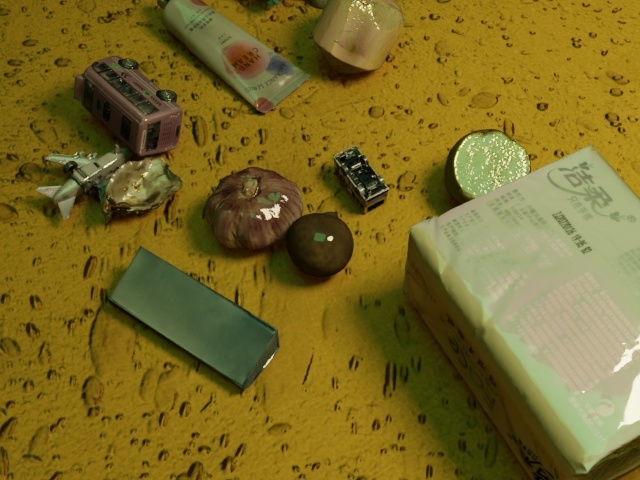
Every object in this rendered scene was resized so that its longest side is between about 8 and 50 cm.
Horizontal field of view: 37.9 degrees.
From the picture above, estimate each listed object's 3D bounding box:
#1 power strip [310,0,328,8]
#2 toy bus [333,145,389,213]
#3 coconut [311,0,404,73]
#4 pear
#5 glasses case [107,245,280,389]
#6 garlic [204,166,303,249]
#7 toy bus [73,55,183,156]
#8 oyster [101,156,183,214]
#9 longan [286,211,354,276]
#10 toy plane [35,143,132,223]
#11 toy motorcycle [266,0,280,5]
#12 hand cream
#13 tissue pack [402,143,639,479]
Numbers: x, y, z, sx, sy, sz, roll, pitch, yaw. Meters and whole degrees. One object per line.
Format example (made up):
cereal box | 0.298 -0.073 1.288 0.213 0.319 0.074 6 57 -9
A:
power strip | 0.102 -0.516 1.822 0.286 0.048 0.080 -17 55 -8
toy bus | 0.066 -0.100 1.538 0.052 0.058 0.102 -28 64 -16
coconut | 0.063 -0.373 1.674 0.147 0.152 0.147 25 25 -12
pear | 0.269 -0.107 1.507 0.141 0.104 0.141 -1 80 7
glasses case | -0.190 0.118 1.418 0.266 0.056 0.105 29 87 21
garlic | -0.108 -0.054 1.490 0.159 0.102 0.147 -7 57 -1
toy bus | -0.331 -0.232 1.608 0.108 0.096 0.199 -25 54 -40
oyster | -0.304 -0.083 1.548 0.148 0.051 0.103 -23 62 -35
longan | 0.000 0.000 1.452 0.106 0.106 0.119 5 52 6
toy plane | -0.386 -0.109 1.568 0.171 0.065 0.162 -42 75 -17
toy motorcycle | -0.033 -0.574 1.806 0.198 0.109 0.296 34 77 32
hand cream | -0.181 -0.364 1.728 0.341 0.077 0.124 39 65 20
tissue pack | 0.353 0.111 1.292 0.332 0.205 0.404 -24 58 -13
